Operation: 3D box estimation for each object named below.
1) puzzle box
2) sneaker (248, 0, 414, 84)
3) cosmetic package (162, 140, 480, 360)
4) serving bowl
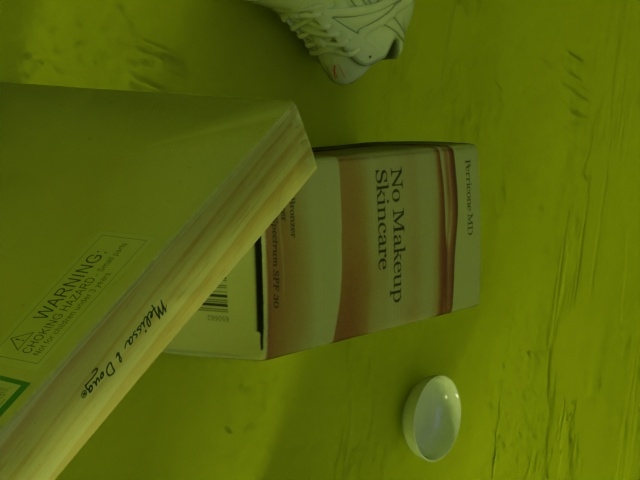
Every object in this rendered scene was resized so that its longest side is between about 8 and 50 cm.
[{"bbox_3d":[-0.217,0.050,0.851,0.409,0.272,0.052,-51,135,-36],"label":"puzzle box"},{"bbox_3d":[0.013,-0.188,1.282,0.232,0.090,0.115,-5,100,-52],"label":"sneaker"},{"bbox_3d":[0.000,0.000,1.245,0.296,0.129,0.153,-12,101,-52],"label":"cosmetic package"},{"bbox_3d":[0.102,0.170,1.478,0.083,0.027,0.083,-5,97,-52],"label":"serving bowl"}]
